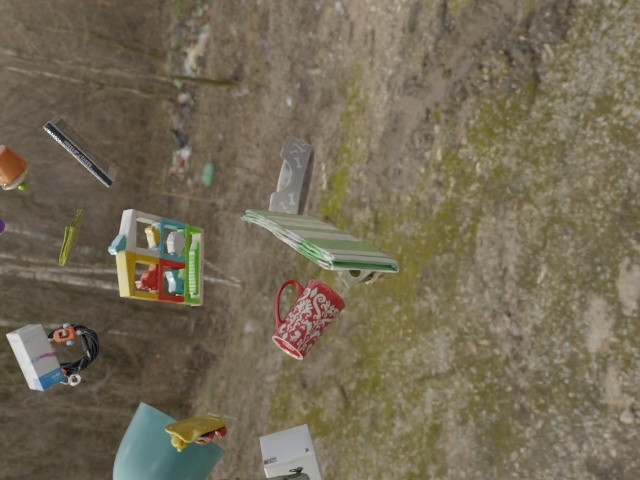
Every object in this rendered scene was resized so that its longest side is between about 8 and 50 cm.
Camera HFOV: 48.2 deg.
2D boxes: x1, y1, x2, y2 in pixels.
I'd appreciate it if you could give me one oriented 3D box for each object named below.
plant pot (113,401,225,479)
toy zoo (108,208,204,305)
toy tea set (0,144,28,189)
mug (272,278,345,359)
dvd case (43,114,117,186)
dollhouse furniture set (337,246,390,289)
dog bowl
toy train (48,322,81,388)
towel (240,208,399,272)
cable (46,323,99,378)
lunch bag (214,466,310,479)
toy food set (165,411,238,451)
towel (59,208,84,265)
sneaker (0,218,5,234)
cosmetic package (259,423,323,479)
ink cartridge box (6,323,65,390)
[{"bbox_3d":[-0.464,0.648,2.091,0.235,0.293,0.293,-59,12,-20],"label":"plant pot"},{"bbox_3d":[-0.368,0.042,1.627,0.030,0.293,0.192,-7,78,29],"label":"toy zoo"},{"bbox_3d":[-0.773,-0.092,1.557,0.336,0.124,0.200,-8,46,26],"label":"toy tea set"},{"bbox_3d":[-0.046,0.187,1.732,0.169,0.150,0.113,-54,-30,-22],"label":"mug"},{"bbox_3d":[-0.688,-0.260,2.069,0.029,0.239,0.179,-43,20,1],"label":"dvd case"},{"bbox_3d":[0.108,0.024,1.876,0.101,0.182,0.161,-41,76,27],"label":"dollhouse furniture set"},{"bbox_3d":[-0.101,-0.205,2.623,0.349,0.102,0.349,12,-90,-87],"label":"dog bowl"},{"bbox_3d":[-0.693,0.305,1.892,0.046,0.125,0.166,116,142,-71],"label":"toy train"},{"bbox_3d":[0.000,0.000,1.658,0.325,0.248,0.038,27,106,42],"label":"towel"},{"bbox_3d":[-0.726,0.304,2.043,0.151,0.184,0.047,-64,-21,-22],"label":"cable"},{"bbox_3d":[-0.130,0.680,1.602,0.212,0.256,0.305,125,139,-72],"label":"lunch bag"},{"bbox_3d":[-0.321,0.522,1.923,0.128,0.218,0.071,0,90,32],"label":"toy food set"},{"bbox_3d":[-0.634,-0.013,1.823,0.237,0.021,0.102,-132,59,-72],"label":"towel"},{"bbox_3d":[-1.158,-0.078,2.358,0.104,0.236,0.095,-46,42,33],"label":"sneaker"},{"bbox_3d":[-0.078,0.662,2.065,0.151,0.151,0.184,-119,16,-68],"label":"cosmetic package"},{"bbox_3d":[-0.562,0.228,1.411,0.088,0.052,0.122,-9,105,51],"label":"ink cartridge box"}]
